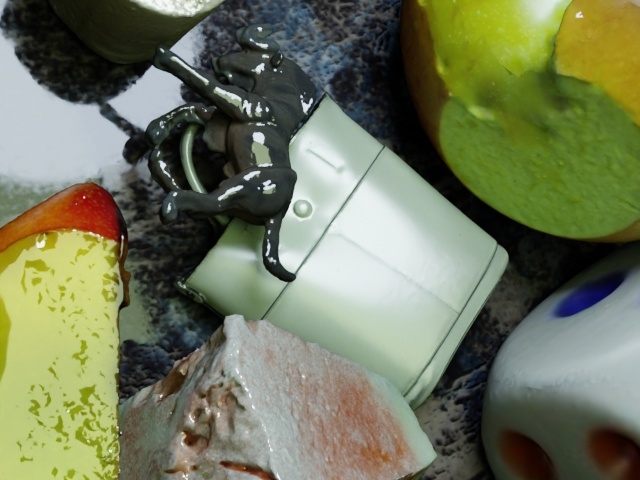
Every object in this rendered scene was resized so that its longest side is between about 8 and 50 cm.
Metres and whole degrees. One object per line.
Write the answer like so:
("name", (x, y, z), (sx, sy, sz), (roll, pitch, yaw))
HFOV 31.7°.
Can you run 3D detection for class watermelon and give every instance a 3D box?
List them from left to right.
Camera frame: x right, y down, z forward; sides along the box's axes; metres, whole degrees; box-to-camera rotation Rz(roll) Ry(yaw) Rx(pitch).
("watermelon", (-0.057, 0.196, 0.878), (0.310, 0.232, 0.193), (-13, 50, 0))

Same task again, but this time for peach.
("peach", (-0.222, 0.089, 0.841), (0.154, 0.159, 0.267), (1, 83, -20))

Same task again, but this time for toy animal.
("toy animal", (-0.069, -0.081, 0.944), (0.148, 0.084, 0.233), (-1, 68, -14))

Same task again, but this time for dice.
("dice", (0.349, 0.153, 1.033), (0.304, 0.304, 0.277), (-34, 98, -26))

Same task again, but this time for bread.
("bread", (-0.153, -0.234, 0.939), (0.148, 0.141, 0.134), (43, 67, -15))

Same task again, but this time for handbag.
("handbag", (0.000, 0.000, 1.028), (0.315, 0.109, 0.241), (36, 66, -3))

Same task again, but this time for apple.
("apple", (0.272, -0.183, 1.027), (0.384, 0.374, 0.374), (9, 77, -21))
